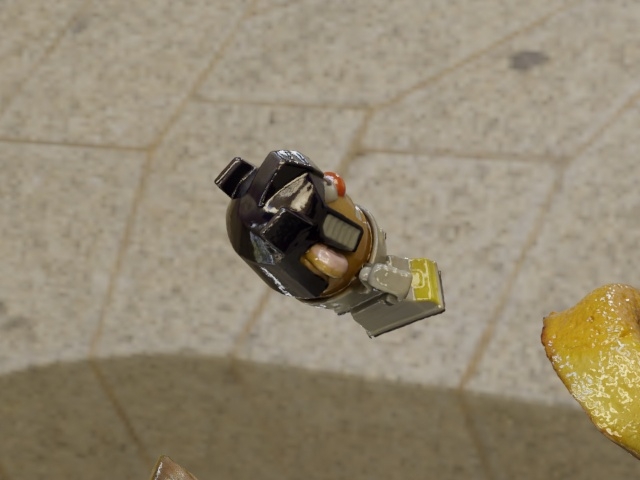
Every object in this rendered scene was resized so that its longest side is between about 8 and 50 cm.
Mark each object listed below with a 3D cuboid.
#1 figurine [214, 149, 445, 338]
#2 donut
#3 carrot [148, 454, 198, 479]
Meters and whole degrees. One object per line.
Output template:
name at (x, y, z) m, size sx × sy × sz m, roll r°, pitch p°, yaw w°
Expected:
figurine at (0.001, 0.003, 1.882) m, size 0.308 × 0.308 × 0.143 m, roll 35°, pitch -109°, yaw -58°
donut at (0.308, 0.130, 1.744) m, size 0.152 × 0.101 × 0.259 m, roll 28°, pitch -153°, yaw -30°
carrot at (-0.061, 0.362, 1.291) m, size 0.241 × 0.341 × 0.241 m, roll -51°, pitch -7°, yaw -9°
